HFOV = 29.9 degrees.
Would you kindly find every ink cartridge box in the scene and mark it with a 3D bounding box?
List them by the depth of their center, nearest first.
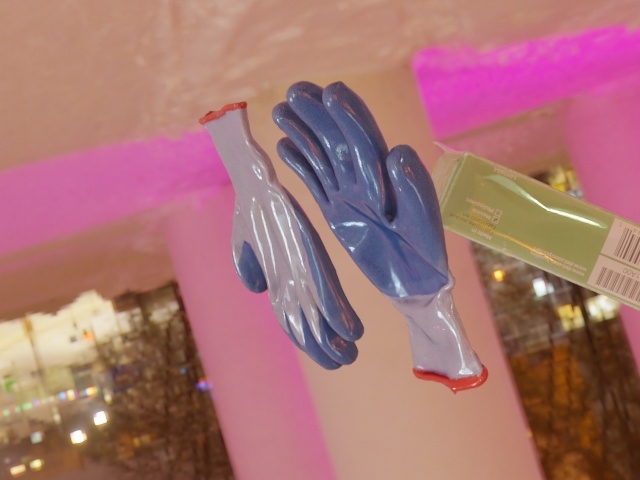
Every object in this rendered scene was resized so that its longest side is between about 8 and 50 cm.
[{"bbox_3d":[0.154,-0.012,0.832,0.171,0.056,0.235,22,-176,-2],"label":"ink cartridge box"}]

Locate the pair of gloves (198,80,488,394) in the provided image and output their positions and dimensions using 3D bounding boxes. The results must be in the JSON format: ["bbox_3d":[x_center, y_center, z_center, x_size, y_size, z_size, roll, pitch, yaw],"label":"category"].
[{"bbox_3d":[0.000,0.000,0.585,0.023,0.159,0.198,-32,-165,-28],"label":"pair of gloves"}]
